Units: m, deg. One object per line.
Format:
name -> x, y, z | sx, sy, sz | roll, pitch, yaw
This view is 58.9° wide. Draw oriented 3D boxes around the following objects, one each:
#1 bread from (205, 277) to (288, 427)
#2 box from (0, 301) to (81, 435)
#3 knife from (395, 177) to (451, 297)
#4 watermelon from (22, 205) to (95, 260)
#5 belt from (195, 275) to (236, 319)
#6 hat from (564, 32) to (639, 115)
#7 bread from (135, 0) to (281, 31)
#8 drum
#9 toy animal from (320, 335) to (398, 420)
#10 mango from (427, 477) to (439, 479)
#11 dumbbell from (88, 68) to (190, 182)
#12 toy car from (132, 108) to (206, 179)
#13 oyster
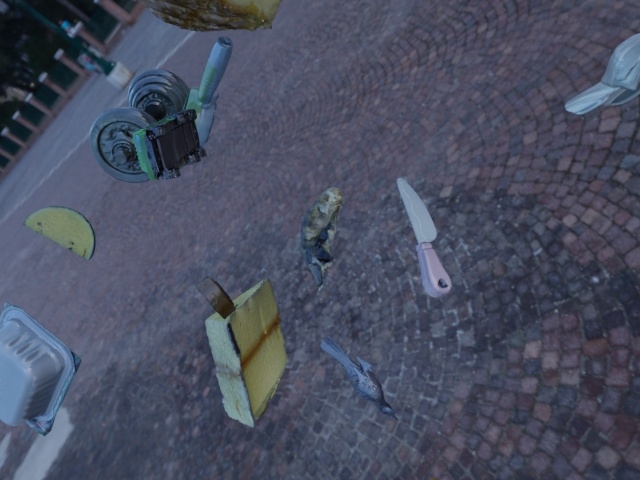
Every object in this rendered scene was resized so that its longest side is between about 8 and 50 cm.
bread -> -0.190, 0.336, 1.842 | 0.405, 0.345, 0.242 | -27, 6, -39
box -> -0.802, 0.359, 1.489 | 0.336, 0.264, 0.106 | -57, -7, 30
knife -> 0.265, -0.017, 1.439 | 0.043, 0.081, 0.336 | 133, 130, -57
watermelon -> -0.631, -0.038, 1.419 | 0.075, 0.181, 0.092 | -52, 8, 40
belt -> -0.184, 0.101, 1.007 | 0.036, 0.083, 0.059 | -41, 24, -11
hat -> 0.669, -0.379, 1.272 | 0.219, 0.164, 0.226 | -19, 15, -36
bread -> -0.191, -0.406, 0.690 | 0.279, 0.279, 0.207 | 26, 94, 49
drum -> -0.190, -0.251, 0.945 | 0.130, 0.049, 0.253 | -93, 26, -42
toy animal -> 0.129, 0.445, 1.851 | 0.081, 0.367, 0.206 | -40, -16, -15
mango -> 0.282, 0.632, 1.396 | 0.060, 0.114, 0.080 | -31, 56, -27
dumbbell -> -0.423, -0.287, 1.376 | 0.179, 0.179, 0.406 | -39, 25, 25
toy car -> -0.206, -0.128, 0.759 | 0.062, 0.071, 0.165 | -7, 21, 8
oyster -> 0.000, -0.004, 1.615 | 0.166, 0.094, 0.294 | -39, 40, 46
